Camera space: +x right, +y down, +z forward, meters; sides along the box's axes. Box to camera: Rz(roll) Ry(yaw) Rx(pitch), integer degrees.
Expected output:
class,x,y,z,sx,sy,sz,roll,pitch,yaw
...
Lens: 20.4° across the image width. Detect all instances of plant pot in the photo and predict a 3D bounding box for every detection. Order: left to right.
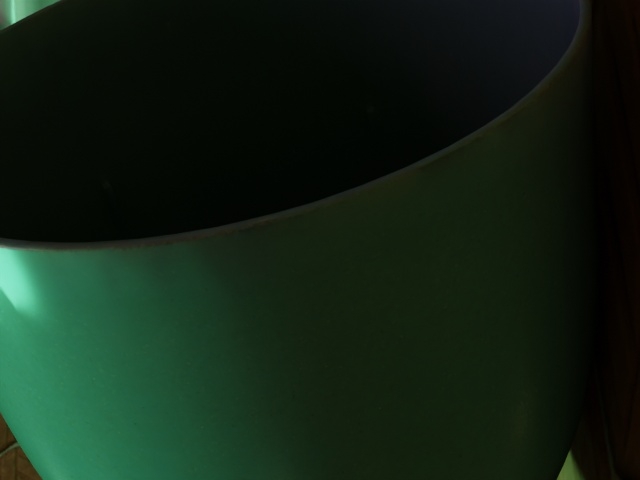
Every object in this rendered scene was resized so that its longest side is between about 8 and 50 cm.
class,x,y,z,sx,sy,sz,roll,pitch,yaw
plant pot,-0.011,0.027,0.777,0.293,0.293,0.235,-104,0,-62

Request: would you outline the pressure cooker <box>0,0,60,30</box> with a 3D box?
class,x,y,z,sx,sy,sz,roll,pitch,yaw
pressure cooker,-0.153,-0.303,1.489,0.420,0.370,0.375,96,167,-47
